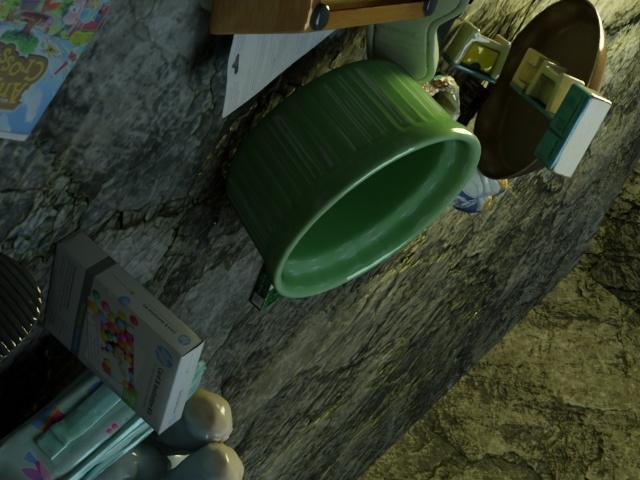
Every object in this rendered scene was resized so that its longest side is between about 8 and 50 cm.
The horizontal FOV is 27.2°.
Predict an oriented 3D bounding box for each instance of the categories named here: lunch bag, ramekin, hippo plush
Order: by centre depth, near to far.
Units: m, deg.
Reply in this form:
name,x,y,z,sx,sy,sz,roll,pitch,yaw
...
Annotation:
name,x,y,z,sx,sy,sz,roll,pitch,yaw
lunch bag,-0.266,0.215,1.526,0.279,0.108,0.224,-41,-179,-27
ramekin,0.031,-0.080,1.610,0.303,0.148,0.303,-32,160,-13
hippo plush,-0.234,0.343,1.760,0.294,0.234,0.236,-43,160,-27

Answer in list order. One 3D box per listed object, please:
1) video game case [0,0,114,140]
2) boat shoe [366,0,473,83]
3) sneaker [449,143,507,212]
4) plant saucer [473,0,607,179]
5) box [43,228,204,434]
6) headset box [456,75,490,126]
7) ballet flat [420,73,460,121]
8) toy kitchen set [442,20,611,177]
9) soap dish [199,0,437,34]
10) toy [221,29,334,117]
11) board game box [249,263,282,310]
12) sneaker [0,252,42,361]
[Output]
name,x,y,z,sx,sy,sz,roll,pitch,yaw
video game case,-0.247,-0.168,1.032,0.193,0.023,0.212,-54,163,12
boat shoe,0.121,-0.302,1.526,0.340,0.127,0.113,83,24,-69
sneaker,0.230,-0.107,2.271,0.131,0.112,0.296,-10,171,-3
plant saucer,0.346,-0.228,2.047,0.310,0.050,0.311,-49,-152,37
box,-0.211,0.098,1.393,0.038,0.186,0.145,-37,159,-39
headset box,0.233,-0.218,2.129,0.083,0.032,0.062,-52,162,8
ballet flat,0.157,-0.191,1.919,0.091,0.077,0.241,-59,162,23
toy kitchen set,0.277,-0.204,1.881,0.166,0.207,0.122,18,109,-25
soap dish,0.024,-0.300,1.204,0.291,0.118,0.229,-20,129,-56
toy,-0.034,-0.242,1.365,0.237,0.056,0.137,-39,156,-35
board game box,0.000,0.000,1.997,0.259,0.030,0.136,-35,159,-42
sneaker,-0.392,0.127,1.158,0.330,0.122,0.146,-39,178,-36
